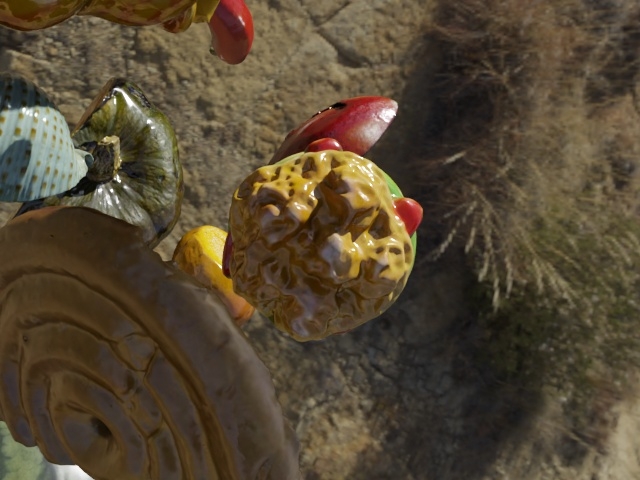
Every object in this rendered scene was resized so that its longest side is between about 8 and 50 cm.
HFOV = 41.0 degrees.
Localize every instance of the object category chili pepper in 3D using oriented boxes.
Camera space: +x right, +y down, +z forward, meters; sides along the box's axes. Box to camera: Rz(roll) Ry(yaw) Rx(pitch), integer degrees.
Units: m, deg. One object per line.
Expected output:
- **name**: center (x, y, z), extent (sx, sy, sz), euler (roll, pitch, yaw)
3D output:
- **chili pepper**: center (-0.187, -0.425, 1.597), extent (0.092, 0.137, 0.368), euler (-47, 163, -13)

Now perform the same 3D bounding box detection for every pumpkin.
- **pumpkin**: center (-0.328, -0.087, 1.373), extent (0.232, 0.242, 0.325), euler (34, 72, -16)

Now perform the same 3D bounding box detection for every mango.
- **mango**: center (-0.140, 0.053, 1.154), extent (0.102, 0.217, 0.141), euler (-35, 88, 9)

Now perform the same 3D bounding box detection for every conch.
- **conch**: center (-0.386, -0.140, 1.065), extent (0.199, 0.172, 0.131), euler (1, 118, -13)

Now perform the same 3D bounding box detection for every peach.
- **peach**: center (-0.017, -0.135, 1.241), extent (0.279, 0.189, 0.068), euler (-37, 111, 1)

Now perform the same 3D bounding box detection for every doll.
- **doll**: center (-0.230, -0.287, 0.845), extent (0.269, 0.166, 0.162), euler (-9, 111, -39)

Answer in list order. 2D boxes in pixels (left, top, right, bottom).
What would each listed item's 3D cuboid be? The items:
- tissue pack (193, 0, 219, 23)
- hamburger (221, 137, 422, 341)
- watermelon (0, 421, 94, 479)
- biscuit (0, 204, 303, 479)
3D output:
- **tissue pack**: center (-0.212, -0.502, 1.068), extent (0.293, 0.228, 0.382), euler (6, 133, -36)
- **hamburger**: center (0.000, 0.000, 0.956), extent (0.237, 0.149, 0.237), euler (0, 95, 6)
- **watermelon**: center (-0.308, 0.281, 0.906), extent (0.278, 0.279, 0.360), euler (4, 58, -39)
- **biscuit**: center (-0.108, 0.055, 0.412), extent (0.033, 0.224, 0.145), euler (-31, 124, -49)
